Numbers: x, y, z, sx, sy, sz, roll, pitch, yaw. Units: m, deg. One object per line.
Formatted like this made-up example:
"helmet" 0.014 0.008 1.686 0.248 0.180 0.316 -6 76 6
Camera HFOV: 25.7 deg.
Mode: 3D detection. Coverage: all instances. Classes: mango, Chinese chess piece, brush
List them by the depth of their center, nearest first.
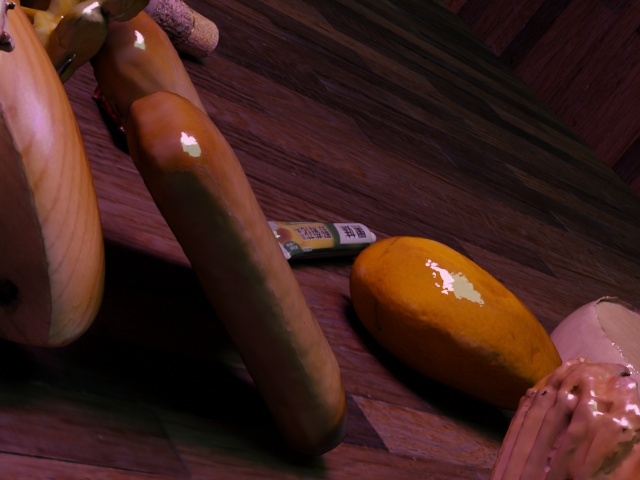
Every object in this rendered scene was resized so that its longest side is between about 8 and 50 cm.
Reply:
"brush" -0.227 -0.037 0.745 0.267 0.174 0.166 52 28 -7
"mango" 0.126 0.081 1.239 0.227 0.109 0.147 36 -7 -10
"Chinese chess piece" 0.345 0.170 1.467 0.249 0.103 0.250 35 19 -14

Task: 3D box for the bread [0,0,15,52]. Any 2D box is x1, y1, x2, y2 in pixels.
"bread" -0.280 -0.070 0.583 0.316 0.316 0.054 34 -25 -15

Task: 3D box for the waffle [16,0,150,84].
"waffle" -0.235 -0.205 0.919 0.297 0.317 0.073 49 -9 22

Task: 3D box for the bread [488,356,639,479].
"bread" 0.215 0.215 0.958 0.274 0.149 0.274 51 -13 17

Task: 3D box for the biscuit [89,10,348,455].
"biscuit" -0.069 -0.011 0.953 0.291 0.062 0.237 63 -2 -37

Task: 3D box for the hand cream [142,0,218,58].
"hand cream" -0.176 -0.243 1.501 0.084 0.084 0.203 47 12 24

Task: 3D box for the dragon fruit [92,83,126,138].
"dragon fruit" -0.143 -0.101 1.265 0.131 0.063 0.097 28 53 -32

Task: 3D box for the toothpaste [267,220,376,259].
"toothpaste" 0.000 0.000 1.309 0.049 0.031 0.204 46 21 21
